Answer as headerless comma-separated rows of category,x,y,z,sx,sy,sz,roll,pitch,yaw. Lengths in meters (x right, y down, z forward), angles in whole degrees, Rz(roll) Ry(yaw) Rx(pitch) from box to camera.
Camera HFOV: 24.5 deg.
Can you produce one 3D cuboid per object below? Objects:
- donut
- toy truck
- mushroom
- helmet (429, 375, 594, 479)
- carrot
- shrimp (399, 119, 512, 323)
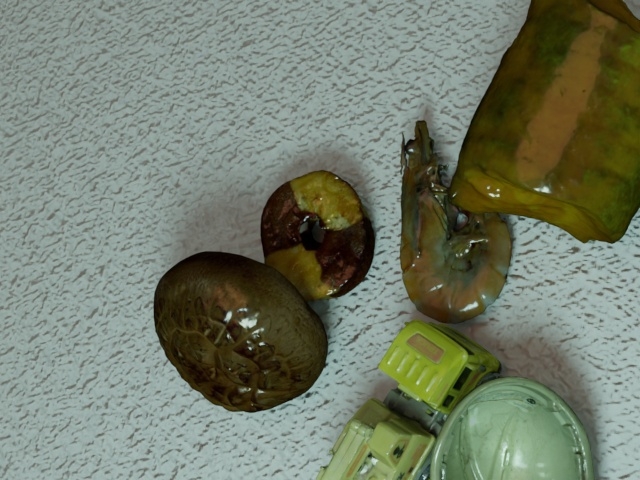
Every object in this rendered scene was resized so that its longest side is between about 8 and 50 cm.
donut,0.000,0.000,2.021,0.166,0.073,0.184,-32,63,17
toy truck,0.099,0.231,1.855,0.124,0.157,0.272,34,93,31
mushroom,-0.112,0.121,1.969,0.253,0.253,0.153,7,45,29
helmet,0.218,0.297,1.789,0.204,0.137,0.257,0,82,-12
carrot,0.318,-0.158,1.804,0.241,0.241,0.341,28,93,31
shrimp,0.174,-0.031,1.944,0.152,0.063,0.287,-11,74,23
